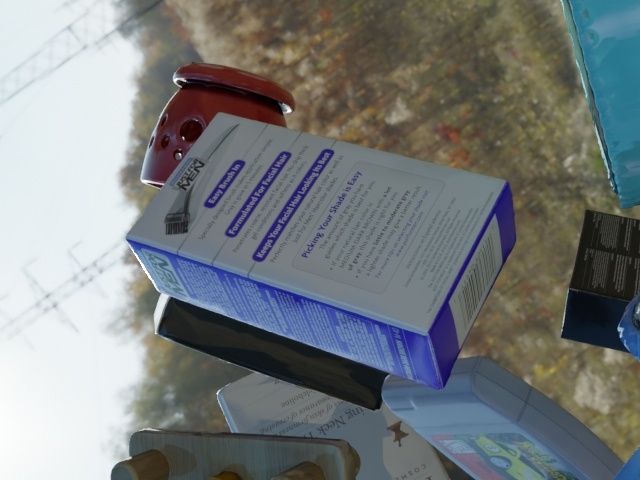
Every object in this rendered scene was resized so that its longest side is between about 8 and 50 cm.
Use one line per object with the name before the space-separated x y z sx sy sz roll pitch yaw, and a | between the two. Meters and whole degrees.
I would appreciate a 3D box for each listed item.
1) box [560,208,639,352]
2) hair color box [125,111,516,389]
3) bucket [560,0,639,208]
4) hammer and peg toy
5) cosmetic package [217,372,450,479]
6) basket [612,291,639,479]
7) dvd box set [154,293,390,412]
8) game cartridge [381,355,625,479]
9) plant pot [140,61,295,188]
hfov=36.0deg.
box | 0.496 0.066 1.574 0.261 0.184 0.103 -56 -29 -54
hair color box | 0.000 0.000 0.977 0.338 0.185 0.110 18 149 26
bucket | 0.247 -0.158 0.616 0.281 0.183 0.281 -15 -90 -75
hammer and peg toy | -0.064 0.366 0.955 0.127 0.265 0.361 -7 -87 -60
cosmetic package | 0.047 0.438 1.944 0.394 0.329 0.327 61 176 29
basket | 0.361 0.108 0.851 0.201 0.289 0.254 36 -155 26
dvd box set | -0.089 0.146 1.424 0.307 0.062 0.420 20 175 -9
game cartridge | 0.228 0.237 1.118 0.294 0.060 0.196 40 148 -18
plant pot | -0.129 -0.137 1.315 0.191 0.174 0.191 13 180 0
